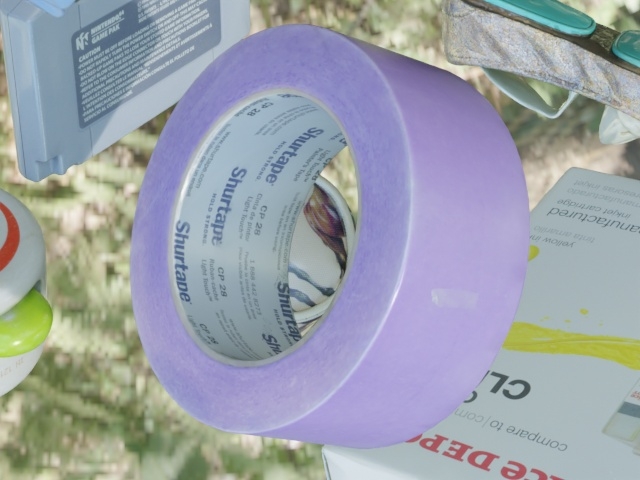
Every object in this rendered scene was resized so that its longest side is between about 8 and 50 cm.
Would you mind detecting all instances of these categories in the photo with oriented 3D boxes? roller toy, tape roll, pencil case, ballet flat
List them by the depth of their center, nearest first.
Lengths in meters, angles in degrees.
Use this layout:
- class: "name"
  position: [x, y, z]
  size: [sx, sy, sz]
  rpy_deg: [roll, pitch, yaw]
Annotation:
- class: "tape roll"
  position: [0.000, 0.000, 0.804]
  size: [0.080, 0.189, 0.189]
  rpy_deg: [13, 127, -42]
- class: "roller toy"
  position: [-0.336, 0.049, 1.516]
  size: [0.191, 0.209, 0.146]
  rpy_deg: [-4, 132, -12]
- class: "ballet flat"
  position: [0.254, -0.152, 1.597]
  size: [0.316, 0.107, 0.106]
  rpy_deg: [25, 122, 18]
- class: "pencil case"
  position: [-0.087, 0.034, 1.751]
  size: [0.183, 0.410, 0.160]
  rpy_deg: [39, 72, -2]

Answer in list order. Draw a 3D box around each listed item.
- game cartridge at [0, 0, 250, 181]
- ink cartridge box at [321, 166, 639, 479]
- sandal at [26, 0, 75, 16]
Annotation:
- class: "game cartridge"
  position: [-0.173, -0.201, 1.578]
  size: [0.062, 0.297, 0.198]
  rpy_deg: [20, 130, 31]
- class: "ink cartridge box"
  position: [0.226, 0.133, 1.335]
  size: [0.279, 0.385, 0.160]
  rpy_deg: [16, 136, 34]
- class: "sandal"
  position: [-0.013, -0.141, 0.577]
  size: [0.317, 0.126, 0.138]
  rpy_deg: [7, 135, 23]
